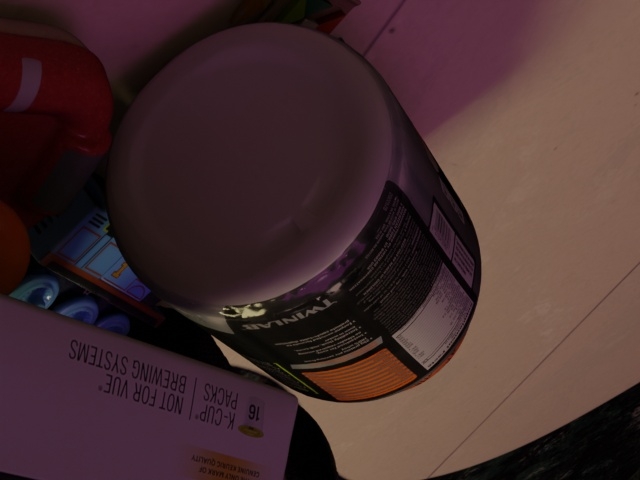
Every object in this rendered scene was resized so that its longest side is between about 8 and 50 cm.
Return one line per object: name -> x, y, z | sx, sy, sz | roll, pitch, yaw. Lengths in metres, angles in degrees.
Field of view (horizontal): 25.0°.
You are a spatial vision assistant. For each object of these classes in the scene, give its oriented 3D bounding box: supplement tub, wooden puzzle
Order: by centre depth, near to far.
wooden puzzle -> -0.015, -0.140, 0.943 | 0.078, 0.014, 0.116 | -46, 151, 25
supplement tub -> 0.000, 0.000, 0.990 | 0.193, 0.194, 0.316 | -34, 155, 4

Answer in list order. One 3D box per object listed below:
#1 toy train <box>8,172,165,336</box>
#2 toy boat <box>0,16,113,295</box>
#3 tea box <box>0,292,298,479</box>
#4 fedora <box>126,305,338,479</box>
toy train -> -0.159, 0.013, 0.976 | 0.105, 0.080, 0.184 | -41, 152, 4
toy boat -> -0.205, -0.030, 0.770 | 0.231, 0.151, 0.151 | -1, 139, -47
tea box -> -0.217, 0.186, 0.699 | 0.220, 0.324, 0.329 | 1, 163, 39
fedora -> -0.144, 0.158, 1.048 | 0.334, 0.334, 0.153 | -21, 126, -21
